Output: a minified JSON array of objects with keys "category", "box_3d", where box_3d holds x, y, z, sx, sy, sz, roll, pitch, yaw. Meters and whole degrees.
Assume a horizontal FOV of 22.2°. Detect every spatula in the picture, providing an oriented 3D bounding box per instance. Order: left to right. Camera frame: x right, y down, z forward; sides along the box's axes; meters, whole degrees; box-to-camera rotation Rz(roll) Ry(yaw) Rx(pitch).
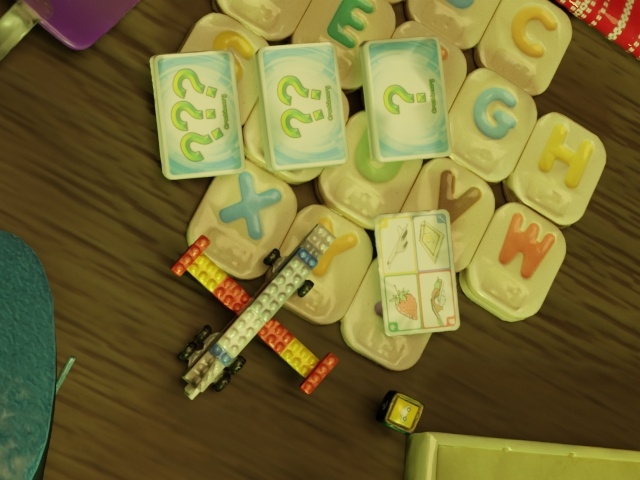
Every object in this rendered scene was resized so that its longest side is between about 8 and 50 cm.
[{"category":"spatula","box_3d":[-0.210,-0.092,0.945,0.084,0.030,0.296,44,69,-10]}]

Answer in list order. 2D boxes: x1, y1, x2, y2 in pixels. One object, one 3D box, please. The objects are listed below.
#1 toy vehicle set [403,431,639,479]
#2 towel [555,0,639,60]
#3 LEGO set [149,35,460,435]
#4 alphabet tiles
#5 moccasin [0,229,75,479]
[{"category":"toy vehicle set","box_3d":[0.127,0.257,1.003,0.166,0.035,0.267,8,78,-18]},{"category":"towel","box_3d":[0.225,-0.232,1.128,0.275,0.031,0.199,31,73,-12]},{"category":"LEGO set","box_3d":[0.000,0.000,0.977,0.182,0.060,0.244,-5,88,-13]},{"category":"alphabet tiles","box_3d":[0.046,-0.073,1.040,0.284,0.021,0.278,32,72,-12]},{"category":"moccasin","box_3d":[-0.220,0.161,0.853,0.137,0.117,0.342,14,71,-8]}]
